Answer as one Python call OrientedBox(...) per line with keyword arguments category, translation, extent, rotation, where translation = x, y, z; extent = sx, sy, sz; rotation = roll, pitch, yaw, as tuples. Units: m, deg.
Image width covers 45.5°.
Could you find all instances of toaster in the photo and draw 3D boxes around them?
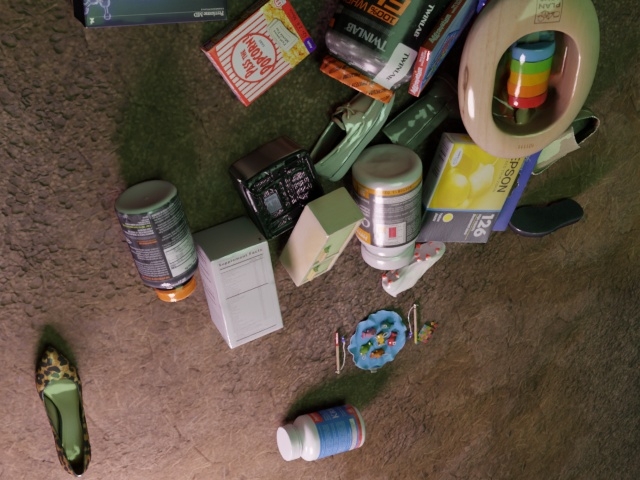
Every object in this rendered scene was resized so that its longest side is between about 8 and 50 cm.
OrientedBox(category="toaster", translation=(-0.095, -0.120, 1.666), extent=(0.168, 0.110, 0.186), rotation=(-32, 128, -12))

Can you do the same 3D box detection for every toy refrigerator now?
OrientedBox(category="toy refrigerator", translation=(0.000, 0.000, 1.704), extent=(0.102, 0.094, 0.269), rotation=(-27, 164, -27))

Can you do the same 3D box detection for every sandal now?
OrientedBox(category="sandal", translation=(0.635, -0.052, 2.155), extent=(0.254, 0.097, 0.054), rotation=(-10, 147, -25))

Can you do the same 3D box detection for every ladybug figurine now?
OrientedBox(category="ladybug figurine", translation=(0.440, -0.390, 1.668), extent=(0.305, 0.162, 0.449), rotation=(-6, 133, -7))

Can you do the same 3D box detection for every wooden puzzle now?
OrientedBox(category="wooden puzzle", translation=(0.300, 0.266, 2.184), extent=(0.049, 0.006, 0.083), rotation=(27, 101, -38))

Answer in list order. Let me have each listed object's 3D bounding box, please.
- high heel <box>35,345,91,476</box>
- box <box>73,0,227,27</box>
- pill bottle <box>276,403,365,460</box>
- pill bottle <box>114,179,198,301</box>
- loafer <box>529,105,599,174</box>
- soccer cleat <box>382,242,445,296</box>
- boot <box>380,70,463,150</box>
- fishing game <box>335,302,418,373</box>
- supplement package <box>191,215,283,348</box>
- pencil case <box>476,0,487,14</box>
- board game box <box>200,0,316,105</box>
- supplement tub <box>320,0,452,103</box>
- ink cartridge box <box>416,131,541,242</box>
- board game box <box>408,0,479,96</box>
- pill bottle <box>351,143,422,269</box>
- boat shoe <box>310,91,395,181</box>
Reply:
OrientedBox(category="high heel", translation=(-0.540, 0.368, 1.629), extent=(0.093, 0.186, 0.261), rotation=(-14, 122, -24))
OrientedBox(category="box", translation=(-0.302, -0.482, 1.348), extent=(0.261, 0.103, 0.184), rotation=(-12, 124, -25))
OrientedBox(category="pill bottle", translation=(0.000, 0.527, 2.080), extent=(0.221, 0.124, 0.124), rotation=(-8, 120, -28))
OrientedBox(category="pill bottle", translation=(-0.330, 0.008, 1.587), extent=(0.130, 0.130, 0.246), rotation=(-23, 126, -18))
OrientedBox(category="loafer", translation=(0.625, -0.266, 2.001), extent=(0.268, 0.092, 0.102), rotation=(-42, 123, -12))
OrientedBox(category="soccer cleat", translation=(0.248, 0.072, 2.011), extent=(0.196, 0.068, 0.076), rotation=(-36, 134, 1))
OrientedBox(category="boot", translation=(0.266, -0.272, 1.818), extent=(0.189, 0.076, 0.208), rotation=(42, 85, -27))
OrientedBox(category="fishing game", translation=(0.160, 0.280, 2.090), extent=(0.264, 0.041, 0.189), rotation=(-14, 120, -23))
OrientedBox(category="supplement package", translation=(-0.185, 0.092, 1.717), extent=(0.139, 0.134, 0.244), rotation=(-20, 125, -19))
OrientedBox(category="pencil case", translation=(0.407, -0.535, 1.726), extent=(0.306, 0.133, 0.119), rotation=(44, 48, -40))
OrientedBox(category="board game box", translation=(-0.122, -0.390, 1.539), extent=(0.193, 0.045, 0.147), rotation=(-41, 129, -4))
OrientedBox(category="supplement tub", translation=(0.144, -0.465, 1.551), extent=(0.207, 0.207, 0.338), rotation=(17, 106, -36))
OrientedBox(category="ink cartridge box", translation=(0.402, -0.126, 1.921), extent=(0.307, 0.072, 0.304), rotation=(1, 128, -20))
OrientedBox(category="board game box", translation=(0.265, -0.436, 1.559), extent=(0.281, 0.027, 0.145), rotation=(-56, 168, -24))
OrientedBox(category="pill bottle", translation=(0.158, -0.074, 1.799), extent=(0.162, 0.162, 0.278), rotation=(-22, 134, -19))
OrientedBox(category="boat shoe", translation=(0.063, -0.259, 1.698), extent=(0.088, 0.096, 0.267), rotation=(22, 112, -42))
